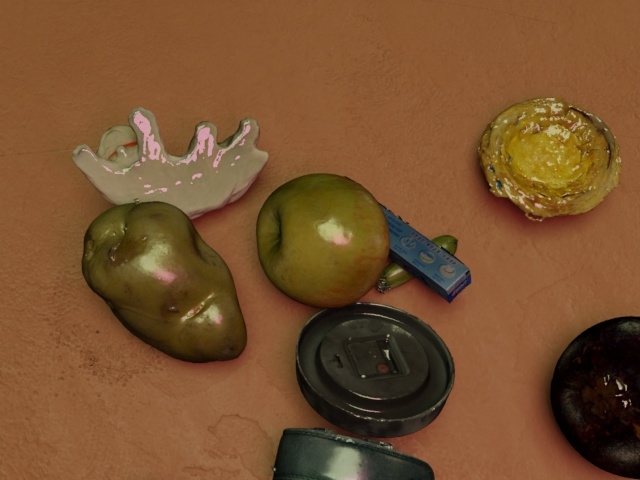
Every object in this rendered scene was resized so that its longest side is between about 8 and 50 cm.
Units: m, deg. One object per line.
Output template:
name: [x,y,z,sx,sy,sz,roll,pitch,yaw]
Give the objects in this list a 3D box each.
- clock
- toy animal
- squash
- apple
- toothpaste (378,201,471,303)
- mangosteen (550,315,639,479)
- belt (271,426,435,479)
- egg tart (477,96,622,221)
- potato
clock: [0.091,0.219,1.430,0.280,0.055,0.281,6,38,-5]
toy animal: [-0.274,-0.158,1.585,0.308,0.188,0.266,-41,105,-9]
squash: [0.182,0.043,1.569,0.183,0.052,0.052,-30,73,-10]
apple: [0.000,0.000,1.477,0.194,0.261,0.261,3,67,-31]
toothpaste: [0.157,0.011,1.534,0.066,0.053,0.272,-42,56,-15]
mangosteen: [0.536,0.264,1.393,0.288,0.288,0.288,0,70,-1]
belt: [0.055,0.378,1.359,0.267,0.206,0.116,14,70,1]
egg tart: [0.441,-0.146,1.620,0.290,0.107,0.291,0,65,-1]
potato: [-0.268,0.084,1.461,0.218,0.202,0.351,-39,97,14]
